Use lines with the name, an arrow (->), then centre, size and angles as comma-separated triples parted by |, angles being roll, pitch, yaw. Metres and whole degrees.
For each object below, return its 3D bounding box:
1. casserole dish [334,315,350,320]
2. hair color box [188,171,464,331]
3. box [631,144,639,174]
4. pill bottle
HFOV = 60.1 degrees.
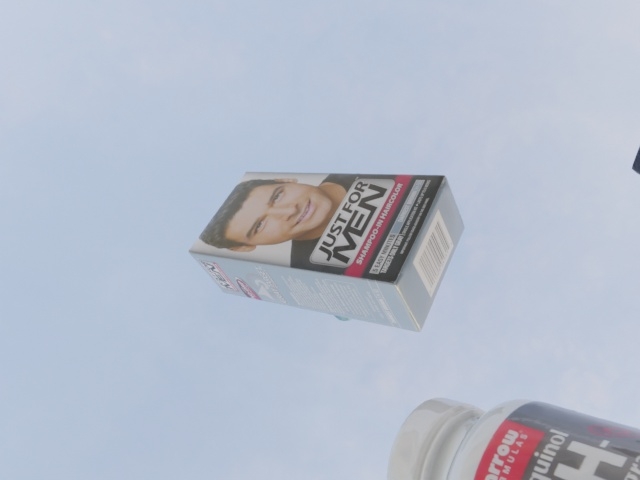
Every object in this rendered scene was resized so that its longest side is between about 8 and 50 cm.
casserole dish -> 0.081, 0.071, 1.039 | 0.188, 0.037, 0.114 | -30, -124, 1
hair color box -> 0.000, 0.000, 0.832 | 0.374, 0.113, 0.185 | 6, -127, 37
box -> 0.604, -0.112, 0.629 | 0.296, 0.182, 0.294 | -23, -130, -9
pill bottle -> 0.212, 0.230, 0.441 | 0.176, 0.318, 0.176 | -2, -87, -40
